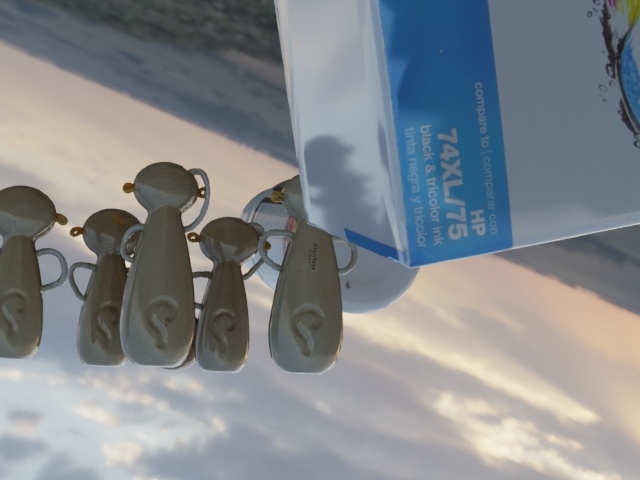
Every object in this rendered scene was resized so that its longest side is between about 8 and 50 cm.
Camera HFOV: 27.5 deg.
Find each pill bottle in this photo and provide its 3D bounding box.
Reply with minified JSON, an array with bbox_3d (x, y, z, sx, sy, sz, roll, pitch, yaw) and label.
[{"bbox_3d":[0.000,0.000,1.230,0.121,0.121,0.221,22,175,-20],"label":"pill bottle"}]

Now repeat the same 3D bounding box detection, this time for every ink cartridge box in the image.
[{"bbox_3d":[0.131,-0.115,0.770,0.270,0.197,0.198,-11,-169,-15],"label":"ink cartridge box"}]

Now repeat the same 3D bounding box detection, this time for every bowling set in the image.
[{"bbox_3d":[-0.128,0.024,1.033,0.287,0.154,0.200,5,173,-12],"label":"bowling set"}]
